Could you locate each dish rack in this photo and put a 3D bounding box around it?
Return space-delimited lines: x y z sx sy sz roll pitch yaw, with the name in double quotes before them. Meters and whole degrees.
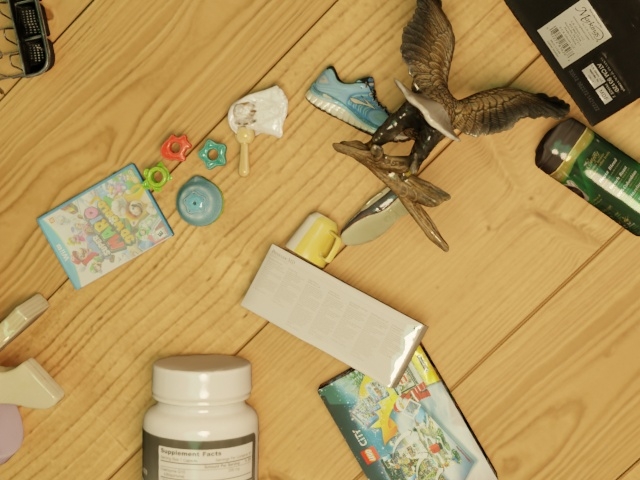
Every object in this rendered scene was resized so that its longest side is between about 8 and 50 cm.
"dish rack" -0.514 -0.308 1.563 0.271 0.074 0.208 -11 93 8

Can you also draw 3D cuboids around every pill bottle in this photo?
"pill bottle" -0.166 0.307 1.533 0.161 0.161 0.283 2 95 7

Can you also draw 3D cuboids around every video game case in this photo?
"video game case" -0.309 -0.019 1.594 0.166 0.015 0.119 -29 91 9

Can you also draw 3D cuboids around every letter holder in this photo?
"letter holder" 0.359 -0.336 1.431 0.152 0.214 0.302 -34 91 40

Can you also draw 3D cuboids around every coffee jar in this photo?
"coffee jar" 0.372 -0.086 1.464 0.184 0.096 0.079 35 90 2

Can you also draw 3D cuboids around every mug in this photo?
"mug" -0.001 0.000 1.536 0.078 0.062 0.064 30 89 20

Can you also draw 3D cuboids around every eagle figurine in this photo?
"eagle figurine" 0.157 -0.177 1.392 0.298 0.225 0.226 -47 133 -21

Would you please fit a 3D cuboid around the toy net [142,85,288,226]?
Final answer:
"toy net" -0.138 -0.132 1.551 0.122 0.045 0.232 42 97 4

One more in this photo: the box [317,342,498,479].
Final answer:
"box" 0.122 0.268 1.552 0.159 0.044 0.233 -29 91 8

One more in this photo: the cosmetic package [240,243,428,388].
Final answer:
"cosmetic package" 0.019 0.102 1.517 0.239 0.060 0.099 29 93 16

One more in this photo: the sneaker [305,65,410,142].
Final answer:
"sneaker" 0.063 -0.186 1.510 0.162 0.063 0.073 28 95 4

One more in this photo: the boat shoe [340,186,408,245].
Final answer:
"boat shoe" 0.083 -0.043 1.531 0.137 0.049 0.043 -35 48 11

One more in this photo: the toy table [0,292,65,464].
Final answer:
"toy table" -0.490 0.166 1.531 0.274 0.252 0.161 41 115 -10
